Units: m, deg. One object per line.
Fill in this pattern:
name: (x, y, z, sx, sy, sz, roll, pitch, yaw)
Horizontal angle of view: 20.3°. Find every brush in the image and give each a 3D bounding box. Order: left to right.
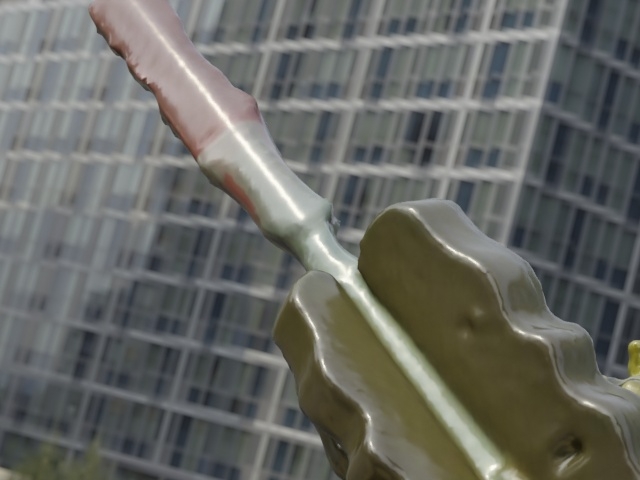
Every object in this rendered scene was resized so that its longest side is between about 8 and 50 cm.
brush: (0.000, 0.000, 0.554, 0.301, 0.084, 0.071, 52, -12, 37)

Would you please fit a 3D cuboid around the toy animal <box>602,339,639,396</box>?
toy animal: (0.109, 0.125, 0.691, 0.073, 0.181, 0.136, 9, 11, -6)
